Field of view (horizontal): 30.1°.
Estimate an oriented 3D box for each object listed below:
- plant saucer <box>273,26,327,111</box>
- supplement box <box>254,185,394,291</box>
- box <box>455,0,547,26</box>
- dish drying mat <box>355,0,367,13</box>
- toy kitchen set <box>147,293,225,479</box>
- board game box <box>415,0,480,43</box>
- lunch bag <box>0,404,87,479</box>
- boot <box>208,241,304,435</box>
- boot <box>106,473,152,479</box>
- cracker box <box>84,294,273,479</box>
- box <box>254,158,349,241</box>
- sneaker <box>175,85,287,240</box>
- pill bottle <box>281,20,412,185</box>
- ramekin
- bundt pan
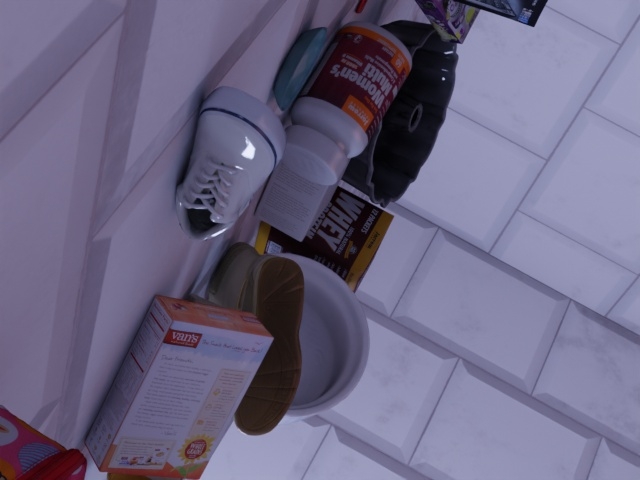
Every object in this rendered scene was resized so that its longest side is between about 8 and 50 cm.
[{"bbox_3d":[-0.029,-0.220,1.499,0.119,0.021,0.119,-61,176,-6],"label":"plant saucer"},{"bbox_3d":[0.000,0.000,2.100,0.129,0.194,0.191,-59,175,-27],"label":"supplement box"},{"bbox_3d":[0.202,-0.387,1.620,0.307,0.243,0.076,-12,121,-85],"label":"box"},{"bbox_3d":[0.075,-0.379,1.781,0.083,0.008,0.032,-62,175,16],"label":"dish drying mat"},{"bbox_3d":[-0.193,0.210,1.682,0.207,0.122,0.166,-63,175,26],"label":"toy kitchen set"},{"bbox_3d":[0.247,-0.516,1.906,0.208,0.056,0.346,40,73,-46],"label":"board game box"},{"bbox_3d":[-0.312,0.286,0.908,0.293,0.120,0.258,-64,171,15],"label":"lunch bag"},{"bbox_3d":[-0.106,0.140,1.761,0.203,0.095,0.261,-160,-106,-65],"label":"boot"},{"bbox_3d":[-0.237,0.372,1.726,0.211,0.104,0.295,-12,-153,40],"label":"boot"},{"bbox_3d":[-0.181,0.191,1.516,0.067,0.156,0.232,47,-65,47],"label":"cracker box"},{"bbox_3d":[-0.018,-0.109,1.878,0.130,0.091,0.170,-55,173,-52],"label":"box"},{"bbox_3d":[-0.097,-0.066,1.216,0.258,0.094,0.091,110,5,-68],"label":"sneaker"},{"bbox_3d":[0.032,-0.196,1.706,0.221,0.121,0.121,-60,176,-19],"label":"pill bottle"},{"bbox_3d":[-0.070,0.171,1.958,0.277,0.277,0.135,-59,-177,-28],"label":"ramekin"},{"bbox_3d":[0.111,-0.230,2.046,0.331,0.124,0.330,-52,155,-36],"label":"bundt pan"}]
